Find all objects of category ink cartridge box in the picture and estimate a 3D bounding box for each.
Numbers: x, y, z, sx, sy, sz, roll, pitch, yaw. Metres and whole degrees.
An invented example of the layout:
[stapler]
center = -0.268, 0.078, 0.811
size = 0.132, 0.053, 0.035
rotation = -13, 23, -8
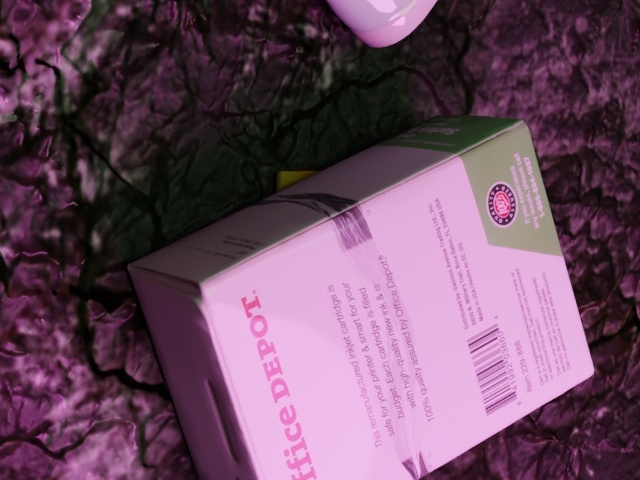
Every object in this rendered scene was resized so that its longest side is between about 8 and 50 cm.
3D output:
[ink cartridge box]
center = 0.033, 0.058, 1.254
size = 0.289, 0.121, 0.211
rotation = -26, 110, -27

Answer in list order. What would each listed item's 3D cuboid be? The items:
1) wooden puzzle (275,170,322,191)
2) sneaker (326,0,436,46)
[wooden puzzle]
center = 0.000, 0.000, 1.308
size = 0.078, 0.014, 0.116
rotation = -12, 102, -32
[sneaker]
center = 0.068, -0.286, 1.279
size = 0.151, 0.094, 0.256
rotation = 44, 71, -38
